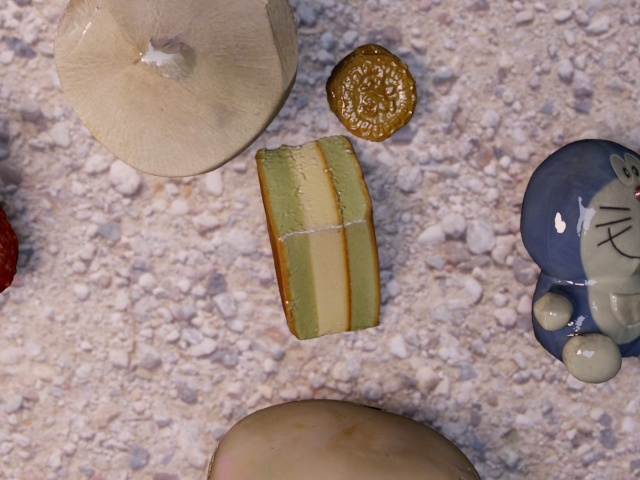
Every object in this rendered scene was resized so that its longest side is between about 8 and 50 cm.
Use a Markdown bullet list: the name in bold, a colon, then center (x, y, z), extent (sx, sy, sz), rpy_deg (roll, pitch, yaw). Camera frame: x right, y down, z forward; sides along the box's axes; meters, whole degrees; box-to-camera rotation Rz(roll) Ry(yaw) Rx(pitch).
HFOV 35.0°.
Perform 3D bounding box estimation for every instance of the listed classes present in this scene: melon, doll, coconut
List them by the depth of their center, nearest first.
- **coconut**: center (-0.138, -0.189, 1.022), extent (0.245, 0.247, 0.244), rpy_deg (0, 96, -3)
- **melon**: center (0.032, 0.290, 1.105), extent (0.317, 0.223, 0.223), rpy_deg (12, 96, -8)
- **doll**: center (0.313, 0.017, 1.135), extent (0.228, 0.154, 0.258), rpy_deg (-9, 107, -37)

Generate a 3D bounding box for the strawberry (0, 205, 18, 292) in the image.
- **strawberry**: center (-0.433, -0.044, 1.009), extent (0.258, 0.261, 0.261), rpy_deg (-8, 98, -25)

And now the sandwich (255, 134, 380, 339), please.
- **sandwich**: center (0.000, 0.000, 1.174), extent (0.117, 0.144, 0.187), rpy_deg (-10, 133, -3)

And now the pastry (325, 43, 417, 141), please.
- **pastry**: center (0.056, -0.165, 1.139), extent (0.097, 0.057, 0.109), rpy_deg (-9, 100, -9)
